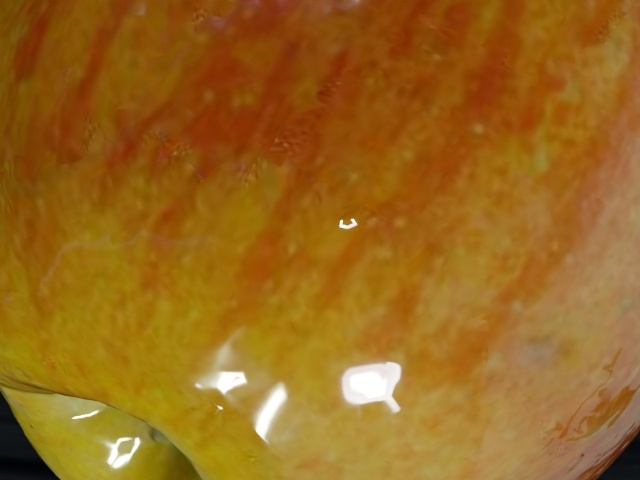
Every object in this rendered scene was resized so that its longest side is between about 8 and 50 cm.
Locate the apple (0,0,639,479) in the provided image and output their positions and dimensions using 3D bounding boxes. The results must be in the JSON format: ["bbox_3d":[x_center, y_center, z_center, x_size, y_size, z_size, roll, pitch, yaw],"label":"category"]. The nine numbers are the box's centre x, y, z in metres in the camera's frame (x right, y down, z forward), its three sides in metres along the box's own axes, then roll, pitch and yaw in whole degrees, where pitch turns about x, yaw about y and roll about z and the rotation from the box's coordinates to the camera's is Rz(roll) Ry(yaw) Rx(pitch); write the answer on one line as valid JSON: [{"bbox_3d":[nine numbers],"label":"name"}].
[{"bbox_3d":[0.000,0.000,0.445,0.301,0.301,0.302,-170,90,-74],"label":"apple"}]
